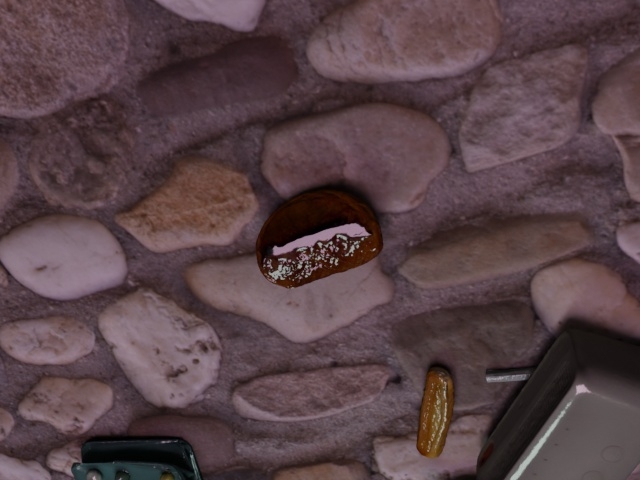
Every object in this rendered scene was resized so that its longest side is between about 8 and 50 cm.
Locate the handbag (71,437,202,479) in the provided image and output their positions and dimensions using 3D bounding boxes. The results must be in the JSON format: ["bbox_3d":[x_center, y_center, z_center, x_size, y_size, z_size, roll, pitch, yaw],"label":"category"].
[{"bbox_3d":[-0.381,0.556,2.048,0.269,0.100,0.274,-2,120,10],"label":"handbag"}]

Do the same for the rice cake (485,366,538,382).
[{"bbox_3d":[0.367,0.249,1.771,0.121,0.022,0.021,-6,121,13],"label":"rice cake"}]

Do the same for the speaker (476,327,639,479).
[{"bbox_3d":[0.446,0.353,1.718,0.184,0.183,0.406,19,123,-9],"label":"speaker"}]

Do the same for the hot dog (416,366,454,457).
[{"bbox_3d":[0.227,0.334,1.834,0.066,0.047,0.215,28,129,37],"label":"hot dog"}]

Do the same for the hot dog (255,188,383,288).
[{"bbox_3d":[-0.001,-0.001,1.645,0.227,0.099,0.160,-14,117,16],"label":"hot dog"}]
